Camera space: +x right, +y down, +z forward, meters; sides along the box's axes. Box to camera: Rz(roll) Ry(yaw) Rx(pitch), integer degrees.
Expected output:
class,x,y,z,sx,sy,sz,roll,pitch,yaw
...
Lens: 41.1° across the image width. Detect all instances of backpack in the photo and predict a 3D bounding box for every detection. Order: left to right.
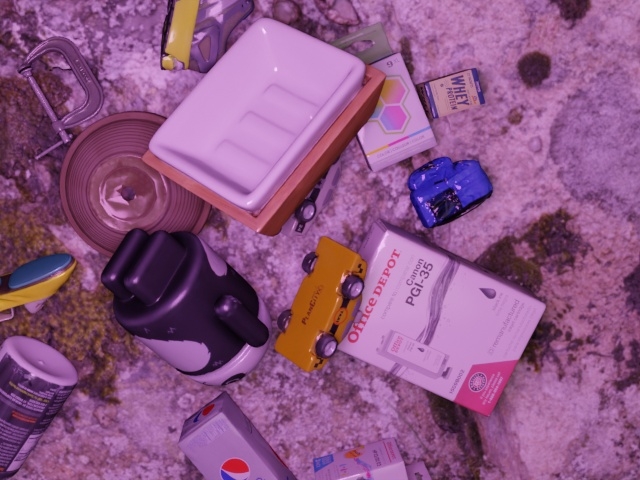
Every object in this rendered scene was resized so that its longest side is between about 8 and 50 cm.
class,x,y,z,sx,sy,sz,roll,pitch,yaw
backpack,0.201,-0.082,1.328,0.120,0.098,0.101,-26,96,2

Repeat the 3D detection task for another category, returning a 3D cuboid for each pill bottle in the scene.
class,x,y,z,sx,sy,sz,roll,pitch,yaw
pill bottle,-0.495,0.281,1.325,0.130,0.130,0.246,34,95,-8

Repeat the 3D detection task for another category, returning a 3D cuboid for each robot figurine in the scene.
class,x,y,z,sx,sy,sz,roll,pitch,yaw
robot figurine,-0.193,0.101,1.263,0.173,0.209,0.278,-36,129,7

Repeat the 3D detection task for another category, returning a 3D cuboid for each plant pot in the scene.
class,x,y,z,sx,sy,sz,roll,pitch,yaw
plant pot,-0.281,-0.076,1.292,0.237,0.110,0.237,-1,99,-5

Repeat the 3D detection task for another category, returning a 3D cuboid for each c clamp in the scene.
class,x,y,z,sx,sy,sz,roll,pitch,yaw
c clamp,-0.404,-0.223,1.293,0.137,0.022,0.161,-25,88,0

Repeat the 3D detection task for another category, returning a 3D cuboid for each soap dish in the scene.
class,x,y,z,sx,sy,sz,roll,pitch,yaw
soap dish,-0.075,-0.160,1.209,0.229,0.118,0.291,31,73,28

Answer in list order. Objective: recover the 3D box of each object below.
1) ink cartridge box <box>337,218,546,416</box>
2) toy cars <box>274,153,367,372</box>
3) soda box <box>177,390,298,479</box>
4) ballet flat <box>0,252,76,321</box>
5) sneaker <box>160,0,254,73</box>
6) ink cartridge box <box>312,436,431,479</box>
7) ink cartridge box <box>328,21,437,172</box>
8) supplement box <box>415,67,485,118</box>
class,x,y,z,sx,sy,sz,roll,pitch,yaw
ink cartridge box,0.174,0.121,1.348,0.283,0.117,0.207,25,97,-7
toy cars,0.000,0.000,1.283,0.176,0.087,0.394,-23,65,34
soda box,-0.105,0.390,1.385,0.091,0.098,0.286,-37,99,4
ballet flat,-0.479,0.084,1.331,0.231,0.077,0.077,-17,121,2
sneaker,-0.152,-0.387,1.264,0.121,0.111,0.300,12,102,-19
ink cartridge box,0.084,0.379,1.392,0.181,0.104,0.062,-15,100,-2
ink cartridge box,0.088,-0.222,1.315,0.109,0.062,0.209,-23,100,1
supplement box,0.198,-0.225,1.311,0.083,0.083,0.056,-18,100,-1
